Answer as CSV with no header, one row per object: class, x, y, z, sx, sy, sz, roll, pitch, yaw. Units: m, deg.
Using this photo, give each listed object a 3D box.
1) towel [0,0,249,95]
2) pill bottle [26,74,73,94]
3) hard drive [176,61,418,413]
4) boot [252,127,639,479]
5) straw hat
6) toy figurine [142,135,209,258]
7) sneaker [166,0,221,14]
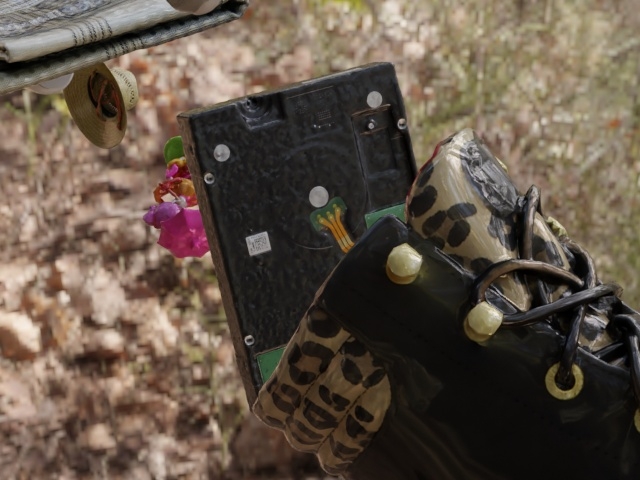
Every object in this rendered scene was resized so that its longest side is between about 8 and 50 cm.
towel,-0.289,-0.245,1.527,0.324,0.056,0.312,-23,29,-25
pill bottle,-0.331,-0.208,1.687,0.065,0.065,0.116,-15,14,-19
hard drive,0.000,0.000,1.504,0.236,0.339,0.064,-18,12,-17
boot,0.151,0.059,0.587,0.284,0.377,0.138,41,41,7
straw hat,-0.265,-0.188,1.794,0.061,0.144,0.144,-26,45,-35
toy figurine,-0.157,-0.048,1.735,0.173,0.130,0.159,15,43,22
sneaker,-0.168,-0.267,0.982,0.115,0.105,0.281,-34,87,-29
